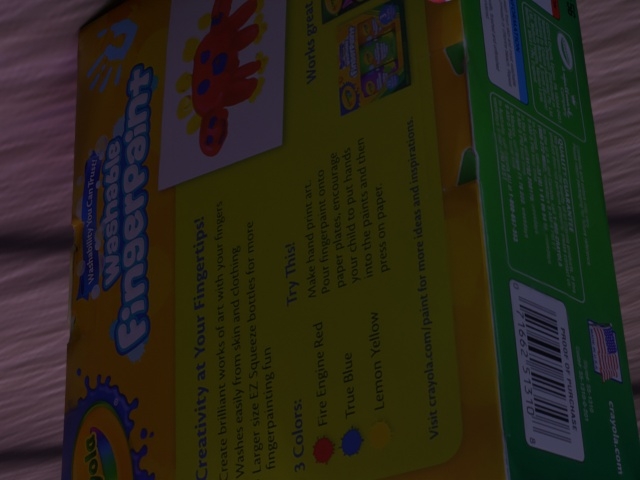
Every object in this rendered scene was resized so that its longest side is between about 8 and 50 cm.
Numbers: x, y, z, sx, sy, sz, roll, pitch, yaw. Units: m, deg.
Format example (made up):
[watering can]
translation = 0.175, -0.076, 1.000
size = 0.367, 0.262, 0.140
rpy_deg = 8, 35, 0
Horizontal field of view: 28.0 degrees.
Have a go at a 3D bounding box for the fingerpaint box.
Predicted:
[fingerpaint box]
translation = 0.000, 0.000, 0.882
size = 0.371, 0.445, 0.163
rpy_deg = -22, 149, 36

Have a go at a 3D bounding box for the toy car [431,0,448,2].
[toy car]
translation = -0.040, -0.211, 0.702
size = 0.224, 0.053, 0.239
rpy_deg = -16, 115, 15
